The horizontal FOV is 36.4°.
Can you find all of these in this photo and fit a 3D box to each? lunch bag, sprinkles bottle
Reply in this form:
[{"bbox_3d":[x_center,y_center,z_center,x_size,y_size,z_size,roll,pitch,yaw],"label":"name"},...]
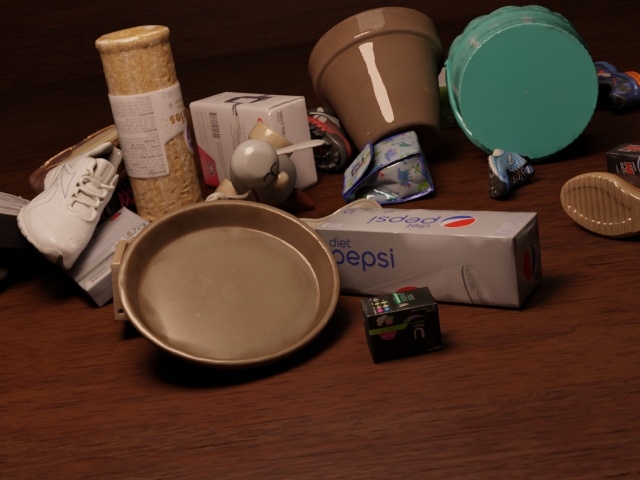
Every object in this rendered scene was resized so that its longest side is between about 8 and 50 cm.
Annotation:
[{"bbox_3d":[0.110,-0.118,1.682,0.151,0.096,0.129,-21,20,11],"label":"lunch bag"},{"bbox_3d":[-0.269,-0.164,1.586,0.121,0.355,0.121,-9,20,3],"label":"sprinkles bottle"}]

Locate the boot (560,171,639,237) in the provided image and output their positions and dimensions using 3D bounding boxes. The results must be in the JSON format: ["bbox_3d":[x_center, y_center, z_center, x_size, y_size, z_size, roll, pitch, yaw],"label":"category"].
[{"bbox_3d":[0.494,-0.056,1.377,0.207,0.090,0.248,-10,15,-39],"label":"boot"}]

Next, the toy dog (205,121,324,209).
[{"bbox_3d":[-0.075,-0.090,1.575,0.161,0.220,0.334,30,21,-5],"label":"toy dog"}]

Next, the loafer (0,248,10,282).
[{"bbox_3d":[-0.656,0.036,1.616,0.366,0.130,0.134,17,-1,36],"label":"loafer"}]

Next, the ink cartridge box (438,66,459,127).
[{"bbox_3d":[0.247,-0.315,2.139,0.255,0.097,0.189,-2,22,26],"label":"ink cartridge box"}]

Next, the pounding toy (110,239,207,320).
[{"bbox_3d":[-0.181,0.048,1.372,0.206,0.094,0.181,-2,14,-7],"label":"pounding toy"}]

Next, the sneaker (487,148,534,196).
[{"bbox_3d":[0.318,-0.118,1.617,0.073,0.063,0.162,0,22,17],"label":"sneaker"}]

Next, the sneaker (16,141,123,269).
[{"bbox_3d":[-0.385,-0.068,1.528,0.129,0.111,0.297,-38,28,20],"label":"sneaker"}]

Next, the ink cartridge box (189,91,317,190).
[{"bbox_3d":[-0.128,-0.185,1.845,0.100,0.172,0.237,-25,25,-38],"label":"ink cartridge box"}]

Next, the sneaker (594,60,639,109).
[{"bbox_3d":[0.583,-0.316,2.009,0.087,0.083,0.221,-22,19,-11],"label":"sneaker"}]

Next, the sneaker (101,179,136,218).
[{"bbox_3d":[-0.365,-0.089,1.856,0.075,0.063,0.170,-8,14,23],"label":"sneaker"}]

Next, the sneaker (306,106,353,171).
[{"bbox_3d":[0.019,-0.212,1.959,0.135,0.097,0.276,-13,22,-17],"label":"sneaker"}]

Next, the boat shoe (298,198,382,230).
[{"bbox_3d":[0.000,0.000,1.480,0.206,0.075,0.065,-21,-21,-15],"label":"boat shoe"}]

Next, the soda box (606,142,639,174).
[{"bbox_3d":[0.534,-0.113,1.513,0.060,0.053,0.169,-26,25,-37],"label":"soda box"}]

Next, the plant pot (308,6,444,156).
[{"bbox_3d":[0.129,-0.267,1.828,0.263,0.263,0.229,-12,61,-6],"label":"plant pot"}]

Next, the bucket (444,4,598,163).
[{"bbox_3d":[0.363,-0.280,1.746,0.281,0.281,0.183,-7,19,8],"label":"bucket"}]

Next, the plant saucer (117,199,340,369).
[{"bbox_3d":[-0.114,0.056,1.222,0.278,0.041,0.278,4,46,-4],"label":"plant saucer"}]

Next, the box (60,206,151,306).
[{"bbox_3d":[-0.323,0.021,1.508,0.145,0.038,0.186,-40,30,-16],"label":"box"}]

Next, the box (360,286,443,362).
[{"bbox_3d":[0.094,0.097,1.133,0.083,0.062,0.052,-11,21,-3],"label":"box"}]

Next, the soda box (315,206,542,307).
[{"bbox_3d":[0.139,0.018,1.276,0.286,0.098,0.091,3,23,32],"label":"soda box"}]

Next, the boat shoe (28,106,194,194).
[{"bbox_3d":[-0.389,-0.166,1.816,0.123,0.123,0.342,19,44,38],"label":"boat shoe"}]

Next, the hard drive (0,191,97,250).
[{"bbox_3d":[-0.565,-0.043,1.575,0.237,0.064,0.339,18,4,35],"label":"hard drive"}]
